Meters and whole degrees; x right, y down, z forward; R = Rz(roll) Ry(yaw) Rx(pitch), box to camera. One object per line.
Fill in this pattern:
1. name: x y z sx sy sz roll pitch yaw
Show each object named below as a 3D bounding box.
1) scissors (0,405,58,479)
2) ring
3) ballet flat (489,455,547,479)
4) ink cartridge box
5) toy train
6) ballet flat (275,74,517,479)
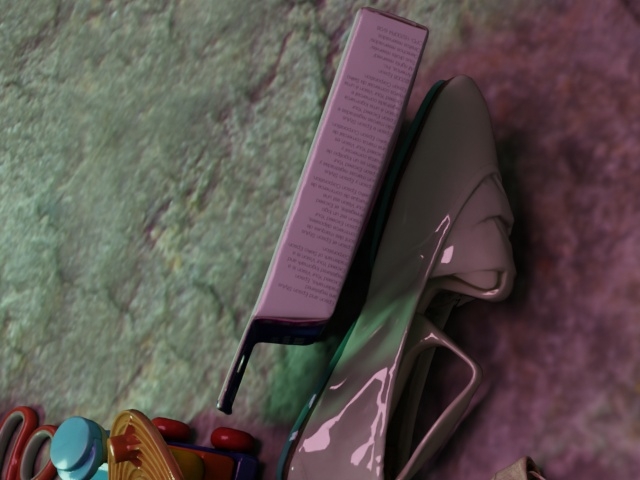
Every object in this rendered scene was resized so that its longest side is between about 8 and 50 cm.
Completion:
1. scissors: -0.340 0.322 1.676 0.109 0.021 0.297 8 77 40
2. ring: -0.127 0.301 1.273 0.336 0.032 0.336 169 90 -69
3. ballet flat: 0.187 0.231 1.234 0.052 0.057 0.168 -42 48 5
4. ink cartridge box: 0.000 0.000 1.350 0.071 0.324 0.330 19 83 0
5. toy train: -0.121 0.212 1.445 0.248 0.143 0.105 3 73 42
6. ballet flat: 0.093 0.062 1.358 0.139 0.139 0.400 22 90 44
